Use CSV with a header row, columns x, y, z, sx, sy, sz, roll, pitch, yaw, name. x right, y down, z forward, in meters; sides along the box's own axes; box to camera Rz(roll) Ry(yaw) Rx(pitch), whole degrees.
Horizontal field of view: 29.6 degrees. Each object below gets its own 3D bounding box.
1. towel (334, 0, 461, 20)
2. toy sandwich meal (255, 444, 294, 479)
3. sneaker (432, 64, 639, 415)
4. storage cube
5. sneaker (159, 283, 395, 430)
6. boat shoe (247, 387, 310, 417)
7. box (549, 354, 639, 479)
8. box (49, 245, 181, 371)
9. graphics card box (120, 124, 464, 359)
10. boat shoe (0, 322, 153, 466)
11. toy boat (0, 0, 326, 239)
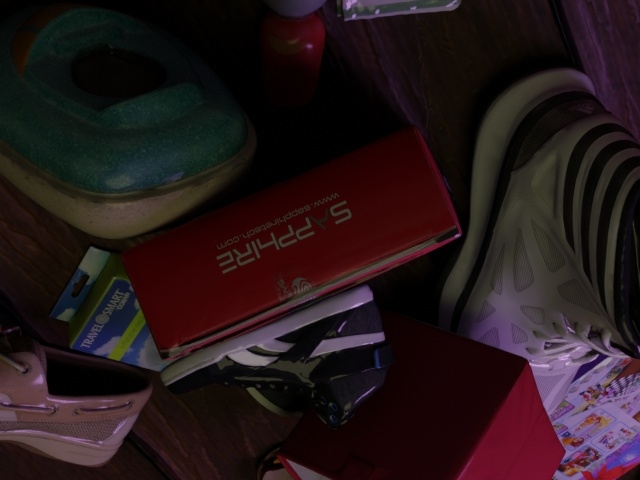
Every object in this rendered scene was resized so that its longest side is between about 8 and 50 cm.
x,y,z,sx,sy,sz,roll,pitch,yaw,name
0.068,-0.257,1.000,0.113,0.023,0.152,-8,130,-10,towel
-0.035,0.272,1.433,0.085,0.029,0.085,-7,132,-8,toy sandwich meal
0.240,0.082,1.164,0.169,0.257,0.447,-16,133,-15,sneaker
0.105,0.213,1.223,0.193,0.215,0.183,-53,139,-22,storage cube
-0.034,0.134,1.143,0.217,0.079,0.121,-22,88,0,sneaker
-0.013,0.143,1.280,0.079,0.084,0.233,-39,142,16,boat shoe
0.360,0.175,1.426,0.293,0.057,0.201,-41,127,21,box
-0.169,0.077,1.220,0.178,0.042,0.109,18,124,-28,box
0.000,0.000,1.006,0.233,0.094,0.371,-24,177,8,graphics card box
-0.317,0.130,1.181,0.341,0.121,0.110,22,112,-46,boat shoe
-0.119,-0.139,0.946,0.318,0.267,0.148,-26,137,-33,toy boat
